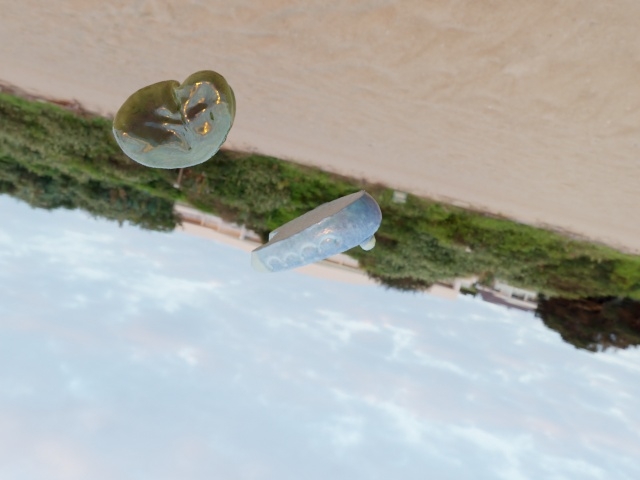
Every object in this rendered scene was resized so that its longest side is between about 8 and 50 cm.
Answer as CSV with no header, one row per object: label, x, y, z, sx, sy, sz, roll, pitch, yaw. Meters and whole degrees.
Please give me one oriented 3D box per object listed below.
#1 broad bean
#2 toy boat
broad bean,-0.235,-0.199,1.150,0.206,0.153,0.072,-27,180,4
toy boat,0.000,0.000,1.602,0.329,0.123,0.215,-24,-169,24
